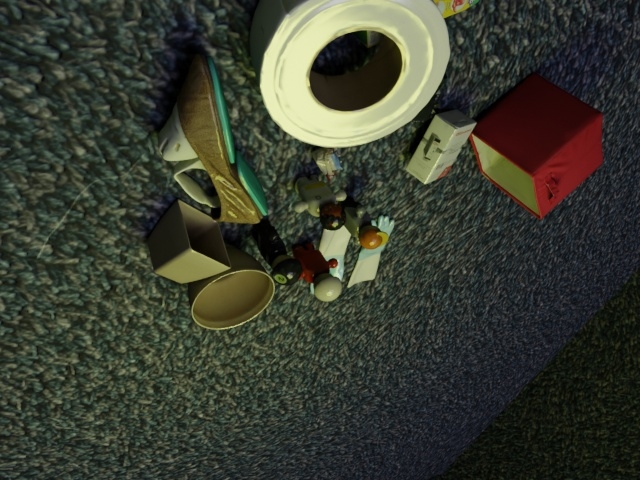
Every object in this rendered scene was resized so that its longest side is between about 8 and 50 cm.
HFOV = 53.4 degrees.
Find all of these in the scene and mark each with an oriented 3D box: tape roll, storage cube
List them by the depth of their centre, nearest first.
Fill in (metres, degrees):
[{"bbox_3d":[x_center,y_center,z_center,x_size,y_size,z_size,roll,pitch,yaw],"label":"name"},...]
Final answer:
[{"bbox_3d":[0.040,-0.275,0.938,0.286,0.100,0.286,-10,142,-8],"label":"tape roll"},{"bbox_3d":[0.463,-0.199,1.353,0.193,0.215,0.183,-43,144,-1],"label":"storage cube"}]

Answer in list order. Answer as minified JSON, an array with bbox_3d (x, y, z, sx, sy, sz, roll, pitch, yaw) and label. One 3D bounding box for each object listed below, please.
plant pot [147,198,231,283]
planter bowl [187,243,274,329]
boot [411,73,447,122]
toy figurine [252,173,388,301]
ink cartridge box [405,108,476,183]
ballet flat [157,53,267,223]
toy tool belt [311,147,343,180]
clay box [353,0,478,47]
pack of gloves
[{"bbox_3d":[-0.236,0.013,1.104,0.096,0.109,0.109,-32,147,17],"label":"plant pot"},{"bbox_3d":[-0.181,0.075,1.207,0.162,0.109,0.162,-18,141,-16],"label":"planter bowl"},{"bbox_3d":[0.173,-0.265,1.177,0.121,0.045,0.099,-12,144,-28],"label":"boot"},{"bbox_3d":[0.000,0.000,1.231,0.209,0.148,0.213,-45,139,12],"label":"toy figurine"},{"bbox_3d":[0.244,-0.191,1.285,0.099,0.056,0.135,-24,148,-50],"label":"ink cartridge box"},{"bbox_3d":[-0.178,-0.134,0.994,0.124,0.116,0.342,-14,147,1],"label":"ballet flat"},{"bbox_3d":[0.022,-0.146,1.176,0.051,0.052,0.083,-30,146,6],"label":"toy tool belt"},{"bbox_3d":[0.155,-0.401,0.991,0.222,0.053,0.127,-26,144,-15],"label":"clay box"},{"bbox_3d":[0.079,0.047,1.452,0.195,0.046,0.232,-14,140,-27],"label":"pack of gloves"}]
